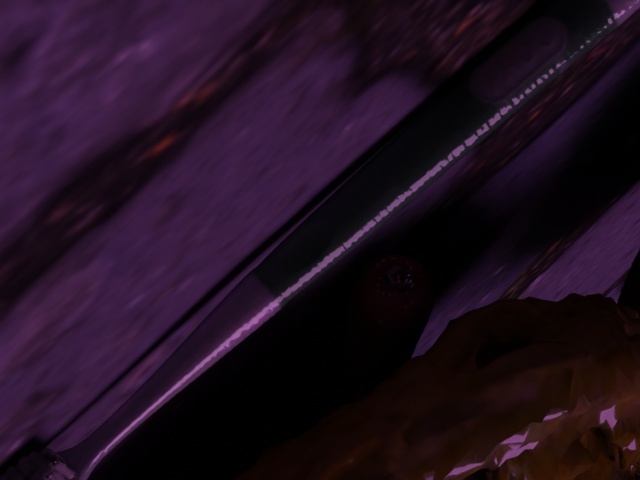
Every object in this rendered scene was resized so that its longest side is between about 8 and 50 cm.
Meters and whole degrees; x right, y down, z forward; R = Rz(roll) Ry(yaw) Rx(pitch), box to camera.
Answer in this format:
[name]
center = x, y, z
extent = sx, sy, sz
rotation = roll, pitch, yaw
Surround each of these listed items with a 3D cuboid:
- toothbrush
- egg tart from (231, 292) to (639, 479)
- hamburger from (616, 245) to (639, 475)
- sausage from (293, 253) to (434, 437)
[toothbrush]
center = 0.000, 0.000, 0.539
extent = 0.257, 0.018, 0.024
rotation = -40, 161, -6
[egg tart]
center = 0.021, 0.138, 0.705
extent = 0.294, 0.123, 0.294
rotation = -34, 166, -10
[hamburger]
center = 0.241, -0.013, 0.819
extent = 0.284, 0.174, 0.304
rotation = -49, 168, -33
[sausage]
center = 0.013, 0.052, 0.727
extent = 0.029, 0.029, 0.223
rotation = -38, 167, -20
